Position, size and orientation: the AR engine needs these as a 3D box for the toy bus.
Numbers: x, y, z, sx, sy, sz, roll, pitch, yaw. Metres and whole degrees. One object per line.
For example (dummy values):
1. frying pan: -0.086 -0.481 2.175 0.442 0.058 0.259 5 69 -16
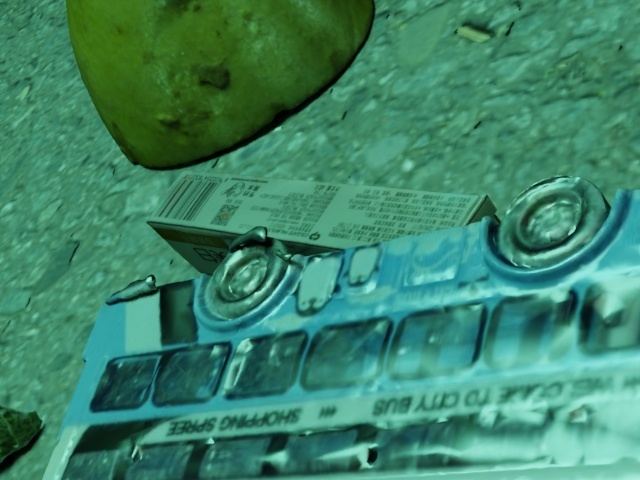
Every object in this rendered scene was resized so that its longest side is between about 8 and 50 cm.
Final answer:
1. toy bus: 0.030 0.066 0.433 0.297 0.106 0.131 -11 47 37

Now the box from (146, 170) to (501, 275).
1. box: 0.000 0.000 0.569 0.218 0.055 0.039 9 59 46

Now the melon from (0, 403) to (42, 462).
1. melon: -0.259 0.120 0.671 0.202 0.093 0.140 13 86 16

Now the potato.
1. potato: -0.092 -0.162 0.747 0.203 0.158 0.178 -8 45 42
